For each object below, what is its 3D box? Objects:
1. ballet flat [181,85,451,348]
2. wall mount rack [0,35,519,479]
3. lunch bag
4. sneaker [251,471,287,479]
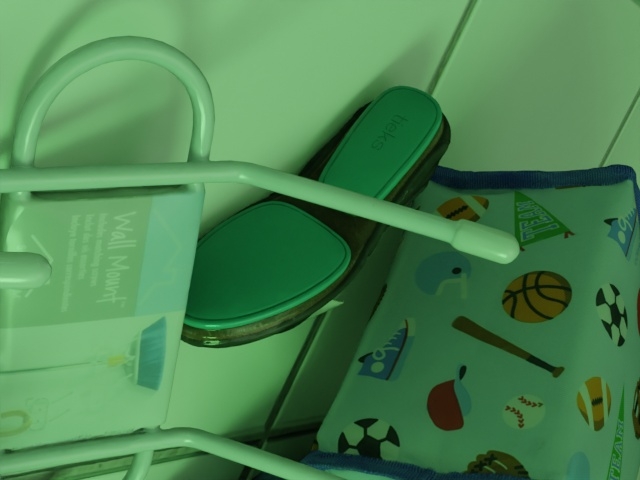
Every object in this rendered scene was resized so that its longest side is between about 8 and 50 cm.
[{"bbox_3d":[0.000,0.000,0.812,0.280,0.095,0.096,-41,156,-29],"label":"ballet flat"},{"bbox_3d":[-0.068,0.069,0.652,0.304,0.130,0.350,-4,124,-28],"label":"wall mount rack"},{"bbox_3d":[0.161,0.178,0.978,0.328,0.239,0.385,-64,146,-35],"label":"lunch bag"},{"bbox_3d":[0.006,0.241,1.076,0.296,0.112,0.131,58,49,-61],"label":"sneaker"}]
